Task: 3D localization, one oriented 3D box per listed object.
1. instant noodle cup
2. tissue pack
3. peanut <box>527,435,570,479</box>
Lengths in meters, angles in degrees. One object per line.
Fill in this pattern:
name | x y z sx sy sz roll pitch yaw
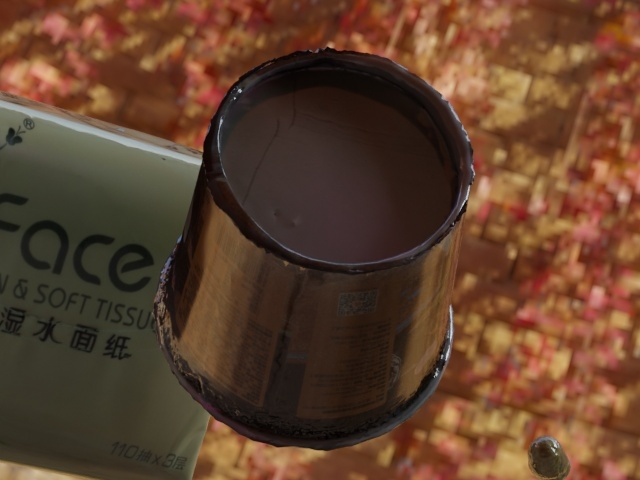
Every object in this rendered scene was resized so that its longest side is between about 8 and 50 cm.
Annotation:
instant noodle cup | 0.000 0.000 1.307 0.217 0.217 0.207 19 -32 4
tissue pack | -0.282 0.036 1.806 0.405 0.332 0.205 16 4 -30
peanut | 0.195 0.188 1.687 0.037 0.037 0.083 9 -10 17
